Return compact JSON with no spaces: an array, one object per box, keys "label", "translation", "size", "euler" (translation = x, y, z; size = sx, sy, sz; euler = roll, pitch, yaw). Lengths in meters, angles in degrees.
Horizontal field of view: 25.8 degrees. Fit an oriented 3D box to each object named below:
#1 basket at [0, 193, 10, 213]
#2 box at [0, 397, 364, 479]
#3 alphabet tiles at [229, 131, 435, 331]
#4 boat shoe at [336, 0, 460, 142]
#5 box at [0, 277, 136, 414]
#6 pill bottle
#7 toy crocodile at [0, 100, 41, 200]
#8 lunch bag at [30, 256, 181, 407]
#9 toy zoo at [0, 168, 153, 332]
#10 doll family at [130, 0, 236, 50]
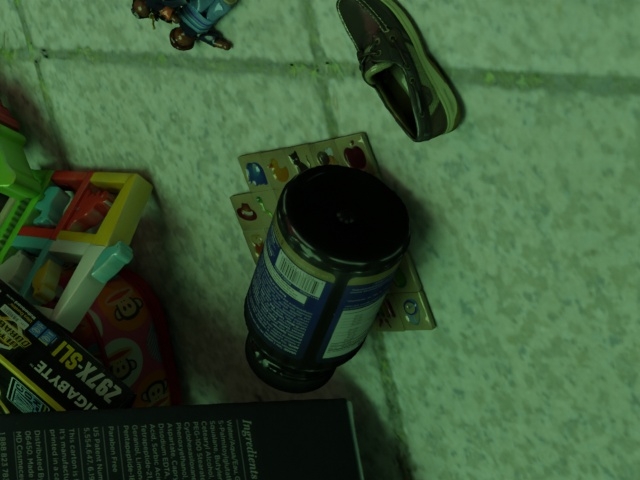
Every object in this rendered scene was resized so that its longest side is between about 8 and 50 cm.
[{"label":"basket","translation":[-0.509,-0.060,1.813],"size":[0.227,0.204,0.154],"euler":[41,118,12]},{"label":"box","translation":[-0.184,0.308,1.423],"size":[0.293,0.396,0.211],"euler":[132,133,-58]},{"label":"alphabet tiles","translation":[0.000,0.000,1.374],"size":[0.237,0.009,0.198],"euler":[-5,109,52]},{"label":"boat shoe","translation":[0.058,-0.149,1.166],"size":[0.152,0.049,0.056],"euler":[53,144,11]},{"label":"box","translation":[-0.349,0.166,1.602],"size":[0.257,0.079,0.322],"euler":[38,152,2]},{"label":"pill bottle","translation":[-0.003,0.044,1.294],"size":[0.123,0.123,0.219],"euler":[45,141,20]},{"label":"toy crocodile","translation":[-0.447,-0.175,1.706],"size":[0.340,0.105,0.115],"euler":[47,-174,27]},{"label":"lunch bag","translation":[-0.302,0.144,1.739],"size":[0.293,0.120,0.258],"euler":[17,126,43]},{"label":"toy zoo","translation":[-0.301,0.006,1.600],"size":[0.293,0.192,0.030],"euler":[5,152,48]},{"label":"doll family","translation":[-0.159,-0.254,1.340],"size":[0.193,0.076,0.111],"euler":[54,139,4]}]
